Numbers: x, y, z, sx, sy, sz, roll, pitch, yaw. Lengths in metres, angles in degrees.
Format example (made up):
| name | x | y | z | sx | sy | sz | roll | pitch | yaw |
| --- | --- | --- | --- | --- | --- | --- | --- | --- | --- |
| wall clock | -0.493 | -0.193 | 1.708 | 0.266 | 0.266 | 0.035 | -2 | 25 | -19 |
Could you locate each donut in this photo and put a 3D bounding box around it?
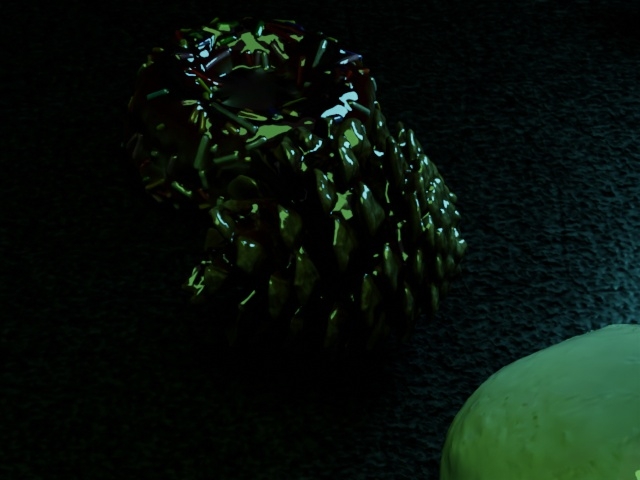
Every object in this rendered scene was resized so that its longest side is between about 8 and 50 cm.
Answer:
| name | x | y | z | sx | sy | sz | roll | pitch | yaw |
| --- | --- | --- | --- | --- | --- | --- | --- | --- | --- |
| donut | -0.055 | -0.110 | 1.671 | 0.235 | 0.089 | 0.235 | 3 | 37 | -2 |

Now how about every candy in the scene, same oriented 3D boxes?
| name | x | y | z | sx | sy | sz | roll | pitch | yaw |
| --- | --- | --- | --- | --- | --- | --- | --- | --- | --- |
| candy | 0.222 | 0.159 | 1.263 | 0.295 | 0.185 | 0.295 | -1 | 43 | 1 |

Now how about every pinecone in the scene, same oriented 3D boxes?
| name | x | y | z | sx | sy | sz | roll | pitch | yaw |
| --- | --- | --- | --- | --- | --- | --- | --- | --- | --- |
| pinecone | 0.003 | -0.002 | 1.472 | 0.204 | 0.179 | 0.184 | -9 | 14 | 13 |
